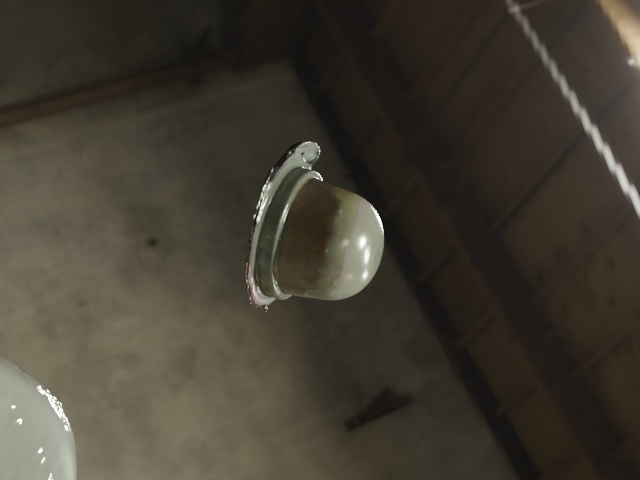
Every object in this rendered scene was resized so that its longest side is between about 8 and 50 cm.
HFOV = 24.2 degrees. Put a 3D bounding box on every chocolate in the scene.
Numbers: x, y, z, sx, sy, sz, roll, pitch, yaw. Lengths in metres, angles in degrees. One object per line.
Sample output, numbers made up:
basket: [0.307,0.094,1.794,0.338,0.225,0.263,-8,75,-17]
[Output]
chocolate: [0.005,-0.006,1.845,0.147,0.221,0.221,8,-57,12]

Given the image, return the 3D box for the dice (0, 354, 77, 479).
dice: [-0.261,0.136,0.799,0.194,0.193,0.192,3,-29,44]
